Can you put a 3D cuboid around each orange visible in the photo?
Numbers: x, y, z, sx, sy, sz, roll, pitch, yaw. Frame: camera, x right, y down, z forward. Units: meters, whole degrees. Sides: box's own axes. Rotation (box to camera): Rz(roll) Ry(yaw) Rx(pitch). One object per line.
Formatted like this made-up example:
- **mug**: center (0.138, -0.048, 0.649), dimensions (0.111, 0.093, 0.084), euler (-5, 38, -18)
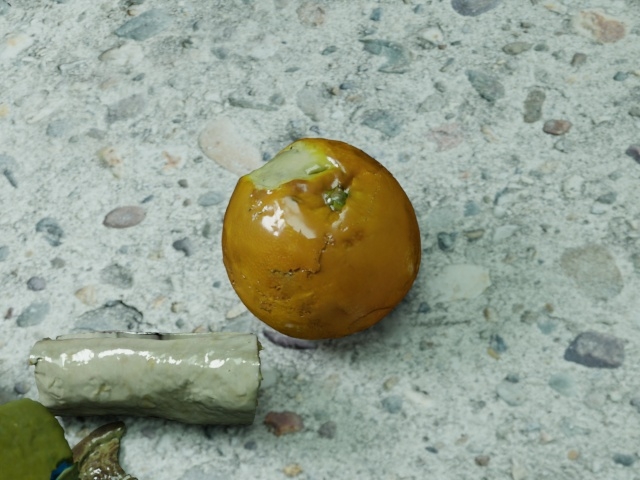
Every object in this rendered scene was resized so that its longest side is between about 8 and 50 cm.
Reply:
- **orange**: center (0.000, 0.000, 1.371), dimensions (0.240, 0.240, 0.240), euler (-5, 51, 6)

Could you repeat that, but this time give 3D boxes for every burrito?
- **burrito**: center (-0.188, 0.157, 1.340), dimensions (0.299, 0.143, 0.105), euler (0, 74, 16)

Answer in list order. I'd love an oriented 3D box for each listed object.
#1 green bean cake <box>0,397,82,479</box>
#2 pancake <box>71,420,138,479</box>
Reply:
- **green bean cake**: center (-0.352, 0.345, 1.163), dimensions (0.285, 0.202, 0.310), euler (-16, 70, -34)
- **pancake**: center (-0.218, 0.289, 1.304), dimensions (0.190, 0.020, 0.184), euler (12, 47, 12)
